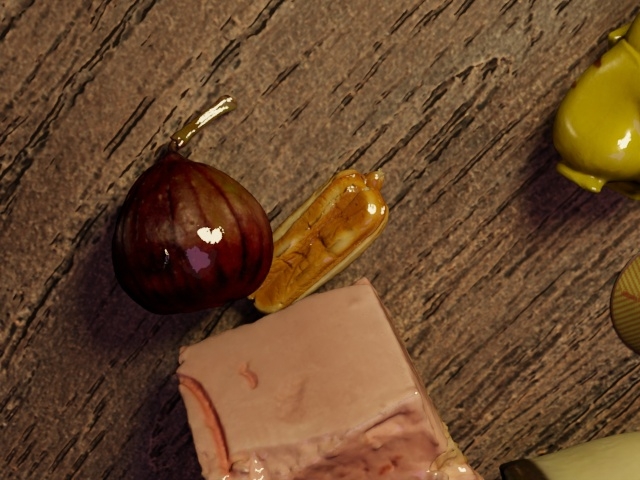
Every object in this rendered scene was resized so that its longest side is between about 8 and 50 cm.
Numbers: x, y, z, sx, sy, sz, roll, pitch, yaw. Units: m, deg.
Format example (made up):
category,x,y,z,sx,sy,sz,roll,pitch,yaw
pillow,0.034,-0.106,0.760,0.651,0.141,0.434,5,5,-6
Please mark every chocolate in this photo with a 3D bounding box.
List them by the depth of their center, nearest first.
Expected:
category,x,y,z,sx,sy,sz,roll,pitch,yaw
chocolate,0.420,0.405,1.357,0.297,0.326,0.314,-24,76,7

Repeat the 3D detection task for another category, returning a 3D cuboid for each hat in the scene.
category,x,y,z,sx,sy,sz,roll,pitch,yaw
hat,0.504,0.094,1.384,0.193,0.082,0.193,-2,109,-5

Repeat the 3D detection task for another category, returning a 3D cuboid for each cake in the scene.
category,x,y,z,sx,sy,sz,roll,pitch,yaw
cake,0.019,0.261,1.276,0.314,0.293,0.307,-25,124,-2

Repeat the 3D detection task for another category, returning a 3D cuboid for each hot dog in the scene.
category,x,y,z,sx,sy,sz,roll,pitch,yaw
hot dog,0.000,0.000,1.313,0.249,0.076,0.102,-44,78,17

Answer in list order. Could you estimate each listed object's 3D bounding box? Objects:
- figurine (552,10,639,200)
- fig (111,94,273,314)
category,x,y,z,sx,sy,sz,roll,pitch,yaw
figurine,0.416,-0.200,1.220,0.327,0.218,0.169,-51,61,25
fig,-0.173,-0.034,1.244,0.203,0.186,0.250,-14,95,29
